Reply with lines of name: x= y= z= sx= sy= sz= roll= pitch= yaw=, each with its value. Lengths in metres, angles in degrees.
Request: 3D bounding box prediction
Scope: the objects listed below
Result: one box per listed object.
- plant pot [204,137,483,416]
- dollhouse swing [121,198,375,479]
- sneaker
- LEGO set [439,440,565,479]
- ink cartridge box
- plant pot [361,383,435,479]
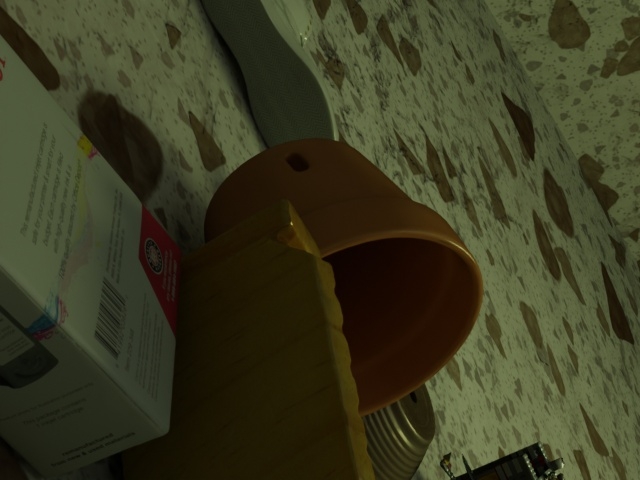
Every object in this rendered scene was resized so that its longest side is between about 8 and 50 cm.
plant pot: x=0.001 y=0.030 z=1.798 sx=0.291 sy=0.291 sz=0.203 roll=44 pitch=14 yaw=-48
dollhouse swing: x=-0.015 y=0.215 z=1.538 sx=0.305 sy=0.315 sz=0.347 roll=27 pitch=42 yaw=-45
sneaker: x=-0.036 y=-0.228 z=2.191 sx=0.293 sy=0.108 sz=0.169 roll=65 pitch=23 yaw=-2
LEGO set: x=0.228 y=0.381 z=2.071 sx=0.331 sy=0.192 sz=0.255 roll=8 pitch=58 yaw=-66
ink cartridge box: x=-0.246 y=0.007 z=1.351 sx=0.306 sy=0.131 sz=0.226 roll=51 pitch=26 yaw=-35
plant pot: x=0.062 y=0.199 z=1.980 sx=0.237 sy=0.109 sz=0.237 roll=54 pitch=23 yaw=-36
